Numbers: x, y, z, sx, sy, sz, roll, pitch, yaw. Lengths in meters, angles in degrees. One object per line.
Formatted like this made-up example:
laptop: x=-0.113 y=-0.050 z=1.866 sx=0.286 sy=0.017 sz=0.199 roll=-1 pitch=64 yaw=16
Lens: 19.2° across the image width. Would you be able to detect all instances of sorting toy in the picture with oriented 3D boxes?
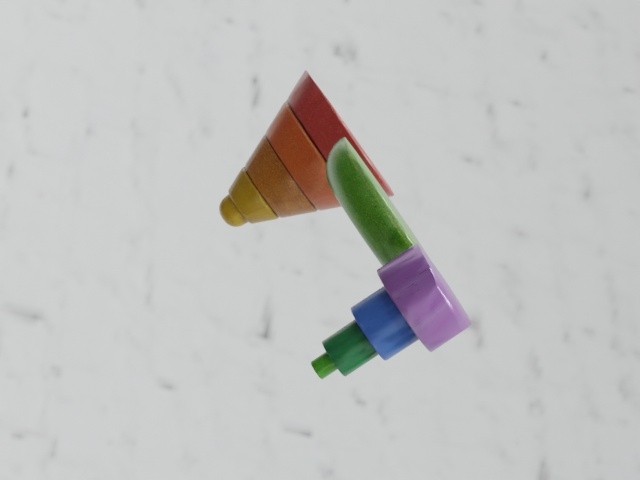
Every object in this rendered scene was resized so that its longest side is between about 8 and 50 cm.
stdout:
sorting toy: x=0.000 y=0.000 z=1.378 sx=0.126 sy=0.127 sz=0.365 roll=-34 pitch=-152 yaw=4
